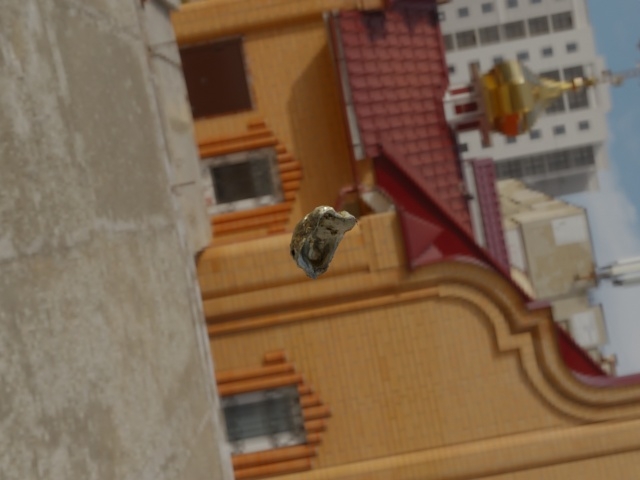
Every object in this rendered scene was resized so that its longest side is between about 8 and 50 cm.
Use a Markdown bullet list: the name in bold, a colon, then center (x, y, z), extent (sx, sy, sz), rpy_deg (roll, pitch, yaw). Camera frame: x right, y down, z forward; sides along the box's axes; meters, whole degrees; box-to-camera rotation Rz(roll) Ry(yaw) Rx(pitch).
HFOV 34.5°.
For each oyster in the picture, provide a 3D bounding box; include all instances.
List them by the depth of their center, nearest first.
- **oyster**: center (-0.003, 0.000, 0.885), extent (0.093, 0.051, 0.034), rpy_deg (-57, -136, 39)
